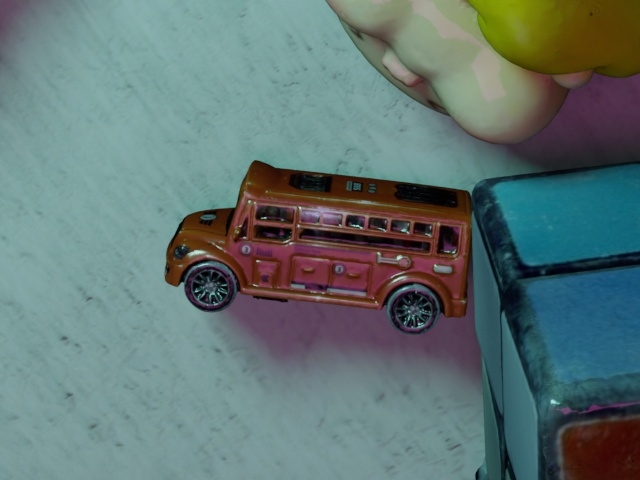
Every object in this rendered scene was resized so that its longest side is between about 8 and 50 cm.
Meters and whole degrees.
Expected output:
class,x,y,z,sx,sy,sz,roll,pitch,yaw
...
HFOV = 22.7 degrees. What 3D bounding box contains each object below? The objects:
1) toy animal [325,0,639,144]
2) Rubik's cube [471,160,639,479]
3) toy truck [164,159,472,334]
class,x,y,z,sx,sy,sz,roll,pitch,yaw
toy animal,0.090,-0.215,1.178,0.247,0.277,0.345,-25,109,27
Rubik's cube,0.288,0.136,1.210,0.318,0.316,0.313,-7,121,-2
toy truck,0.000,0.000,1.333,0.253,0.107,0.114,7,109,1
